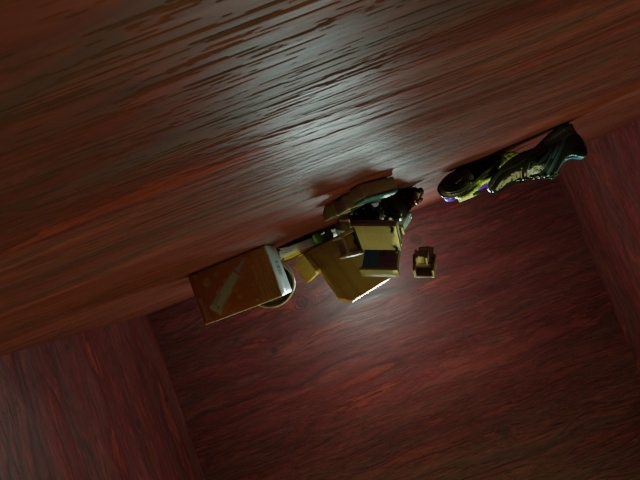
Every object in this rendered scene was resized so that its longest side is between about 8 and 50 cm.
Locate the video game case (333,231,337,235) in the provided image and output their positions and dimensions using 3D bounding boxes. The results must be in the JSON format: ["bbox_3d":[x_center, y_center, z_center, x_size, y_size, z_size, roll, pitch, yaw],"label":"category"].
[{"bbox_3d":[0.000,0.000,2.434,0.204,0.025,0.285,-17,175,-43],"label":"video game case"}]

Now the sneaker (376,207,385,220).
[{"bbox_3d":[0.299,-0.121,1.895,0.095,0.105,0.236,25,131,-23],"label":"sneaker"}]

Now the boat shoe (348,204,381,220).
[{"bbox_3d":[0.177,-0.061,1.707,0.158,0.127,0.340,-28,176,8],"label":"boat shoe"}]

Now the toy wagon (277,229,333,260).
[{"bbox_3d":[-0.060,0.022,2.059,0.267,0.068,0.344,-23,176,31],"label":"toy wagon"}]

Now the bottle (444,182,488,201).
[{"bbox_3d":[0.680,-0.263,1.826,0.282,0.092,0.118,-23,176,34],"label":"bottle"}]

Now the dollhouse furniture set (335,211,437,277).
[{"bbox_3d":[0.230,-0.040,1.370,0.286,0.198,0.303,-1,144,21],"label":"dollhouse furniture set"}]

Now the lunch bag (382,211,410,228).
[{"bbox_3d":[0.307,-0.063,1.726,0.176,0.090,0.219,-53,168,8],"label":"lunch bag"}]

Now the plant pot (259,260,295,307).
[{"bbox_3d":[-0.267,0.186,2.160,0.262,0.263,0.229,-21,-160,1],"label":"plant pot"}]

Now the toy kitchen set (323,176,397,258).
[{"bbox_3d":[0.124,-0.055,1.136,0.122,0.166,0.207,-18,176,-32],"label":"toy kitchen set"}]

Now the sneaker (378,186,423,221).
[{"bbox_3d":[0.308,-0.150,1.488,0.162,0.107,0.281,-28,-175,1],"label":"sneaker"}]

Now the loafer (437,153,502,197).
[{"bbox_3d":[0.545,-0.246,1.501,0.267,0.096,0.084,-27,159,-15],"label":"loafer"}]

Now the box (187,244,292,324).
[{"bbox_3d":[-0.325,0.177,1.685,0.345,0.215,0.168,-22,176,9],"label":"box"}]

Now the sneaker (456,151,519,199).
[{"bbox_3d":[0.658,-0.276,1.649,0.295,0.109,0.124,-26,-160,27],"label":"sneaker"}]

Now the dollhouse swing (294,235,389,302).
[{"bbox_3d":[0.117,0.140,1.989,0.346,0.305,0.315,-28,171,-21],"label":"dollhouse swing"}]

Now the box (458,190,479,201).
[{"bbox_3d":[0.737,-0.261,2.098,0.043,0.105,0.179,-19,177,-10],"label":"box"}]

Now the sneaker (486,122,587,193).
[{"bbox_3d":[0.758,-0.260,1.457,0.340,0.140,0.125,-38,168,28],"label":"sneaker"}]
